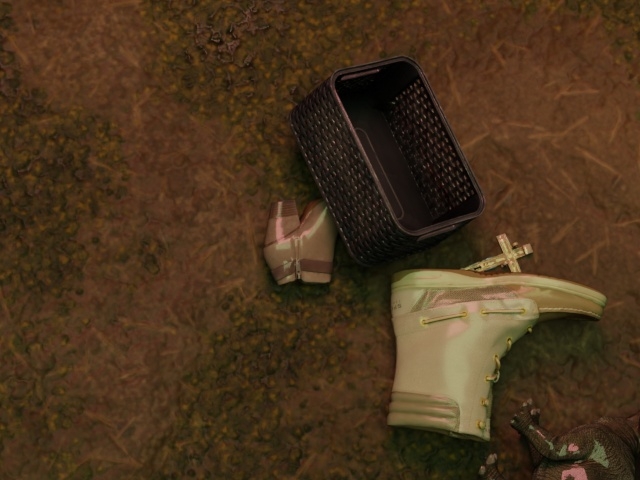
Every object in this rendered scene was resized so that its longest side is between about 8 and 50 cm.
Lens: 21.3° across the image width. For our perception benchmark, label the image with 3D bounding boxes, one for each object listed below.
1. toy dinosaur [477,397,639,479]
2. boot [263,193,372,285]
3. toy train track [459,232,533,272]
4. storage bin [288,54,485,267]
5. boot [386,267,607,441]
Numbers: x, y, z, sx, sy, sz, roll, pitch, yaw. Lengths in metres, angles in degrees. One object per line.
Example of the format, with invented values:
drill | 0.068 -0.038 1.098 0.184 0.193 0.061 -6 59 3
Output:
toy dinosaur | 0.228 0.252 1.610 0.160 0.121 0.313 32 72 17
boot | 0.000 0.000 1.693 0.118 0.042 0.087 -7 86 -10
toy train track | 0.175 0.021 1.712 0.083 0.014 0.048 -20 79 -8
storage bin | 0.064 -0.078 1.666 0.122 0.084 0.180 -17 76 -38
boot | 0.171 0.115 1.659 0.213 0.077 0.165 3 77 0
